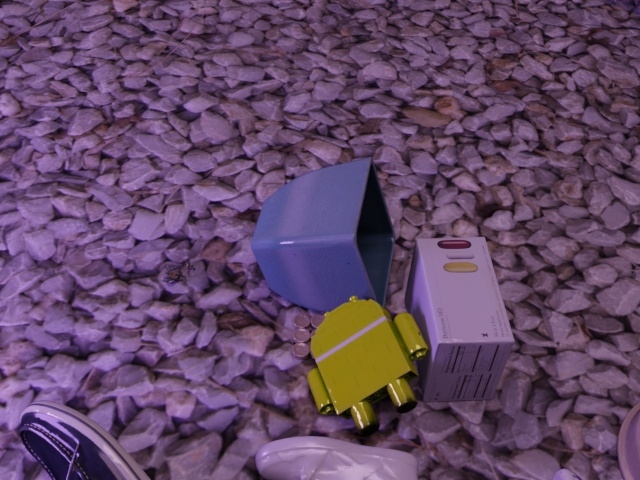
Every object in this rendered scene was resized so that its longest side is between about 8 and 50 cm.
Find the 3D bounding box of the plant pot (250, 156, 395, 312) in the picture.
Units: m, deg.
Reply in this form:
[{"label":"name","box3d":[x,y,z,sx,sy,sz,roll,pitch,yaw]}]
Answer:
[{"label":"plant pot","box3d":[0.000,0.000,1.751,0.252,0.248,0.247,-3,45,19]}]

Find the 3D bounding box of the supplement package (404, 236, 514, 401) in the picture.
[{"label":"supplement package","box3d":[0.265,0.154,1.642,0.145,0.204,0.262,-2,48,-5]}]

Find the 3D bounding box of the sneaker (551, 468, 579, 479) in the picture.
[{"label":"sneaker","box3d":[0.484,0.508,1.421,0.126,0.091,0.240,2,53,-19]}]

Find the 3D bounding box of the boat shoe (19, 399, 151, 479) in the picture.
[{"label":"boat shoe","box3d":[-0.352,0.451,1.338,0.500,0.186,0.156,41,50,23]}]

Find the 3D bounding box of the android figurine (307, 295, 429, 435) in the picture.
[{"label":"android figurine","box3d":[0.080,0.227,1.583,0.248,0.056,0.273,-36,51,12]}]

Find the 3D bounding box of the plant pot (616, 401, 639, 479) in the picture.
[{"label":"plant pot","box3d":[0.734,0.327,1.446,0.334,0.305,0.333,2,47,-2]}]

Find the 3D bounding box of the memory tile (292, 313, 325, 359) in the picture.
[{"label":"memory tile","box3d":[0.015,0.200,1.712,0.148,0.012,0.113,2,47,-3]}]

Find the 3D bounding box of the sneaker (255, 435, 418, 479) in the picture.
[{"label":"sneaker","box3d":[0.027,0.440,1.425,0.293,0.108,0.169,5,44,-1]}]

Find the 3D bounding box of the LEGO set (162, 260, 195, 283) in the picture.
[{"label":"LEGO set","box3d":[-0.312,0.074,1.803,0.083,0.023,0.054,-11,50,-31]}]
